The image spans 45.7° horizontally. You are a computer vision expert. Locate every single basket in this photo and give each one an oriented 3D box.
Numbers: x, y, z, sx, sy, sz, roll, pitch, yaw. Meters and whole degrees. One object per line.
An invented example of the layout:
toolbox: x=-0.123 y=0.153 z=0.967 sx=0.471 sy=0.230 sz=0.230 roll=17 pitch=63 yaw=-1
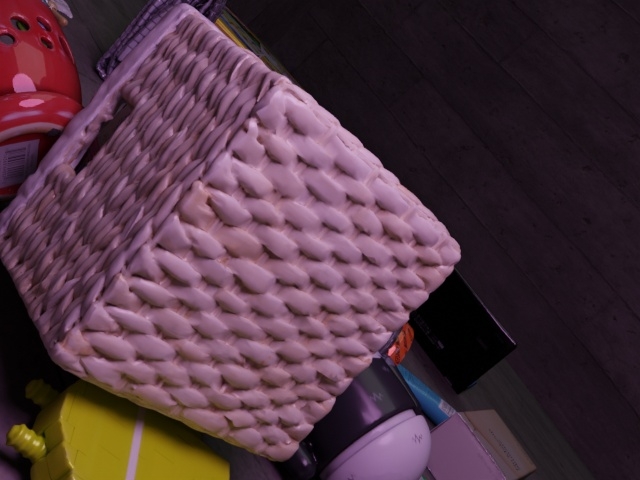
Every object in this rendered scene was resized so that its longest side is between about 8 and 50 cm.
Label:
basket: x=-0.093 y=0.004 z=0.787 sx=0.331 sy=0.328 sz=0.266 roll=39 pitch=2 yaw=-41

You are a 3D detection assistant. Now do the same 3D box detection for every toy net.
toy net: x=-0.517 y=-0.423 z=1.379 sx=0.122 sy=0.045 sz=0.232 roll=41 pitch=14 yaw=-25

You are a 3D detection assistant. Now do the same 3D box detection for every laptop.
laptop: x=0.352 y=0.193 z=2.073 sx=0.236 sy=0.408 sz=0.382 roll=-23 pitch=68 yaw=-41

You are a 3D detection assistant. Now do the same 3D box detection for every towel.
towel: x=-0.305 y=-0.419 z=1.522 sx=0.121 sy=0.284 sz=0.235 roll=42 pitch=12 yaw=-16

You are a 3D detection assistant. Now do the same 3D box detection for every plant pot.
plant pot: x=-0.348 y=-0.150 z=0.826 sx=0.174 sy=0.191 sz=0.191 roll=59 pitch=15 yaw=18

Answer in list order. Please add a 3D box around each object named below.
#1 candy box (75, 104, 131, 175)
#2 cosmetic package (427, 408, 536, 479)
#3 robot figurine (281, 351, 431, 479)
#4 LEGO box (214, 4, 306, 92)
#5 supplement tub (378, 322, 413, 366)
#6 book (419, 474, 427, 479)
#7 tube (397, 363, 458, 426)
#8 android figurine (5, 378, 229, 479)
candy box: x=-0.225 y=-0.059 z=0.942 sx=0.164 sy=0.196 sz=0.070 roll=36 pitch=19 yaw=-44
cosmetic package: x=0.317 y=0.434 z=1.516 sx=0.160 sy=0.113 sz=0.309 roll=55 pitch=13 yaw=23
robot figurine: x=0.027 y=0.227 z=1.030 sx=0.278 sy=0.209 sz=0.174 roll=54 pitch=-8 yaw=22
LEGO box: x=-0.215 y=-0.429 z=2.044 sx=0.500 sy=0.193 sz=0.372 roll=46 pitch=13 yaw=-13
supplement tub: x=-0.003 y=0.091 z=1.258 sx=0.316 sy=0.193 sz=0.194 roll=46 pitch=13 yaw=-13
book: x=0.176 y=0.440 z=1.224 sx=0.096 sy=0.035 sz=0.144 roll=49 pitch=11 yaw=-19
tube: x=0.208 y=0.323 z=1.624 sx=0.207 sy=0.052 sz=0.080 roll=43 pitch=8 yaw=-3
android figurine: x=-0.157 y=0.223 z=0.678 sx=0.273 sy=0.056 sz=0.248 roll=44 pitch=14 yaw=-24
